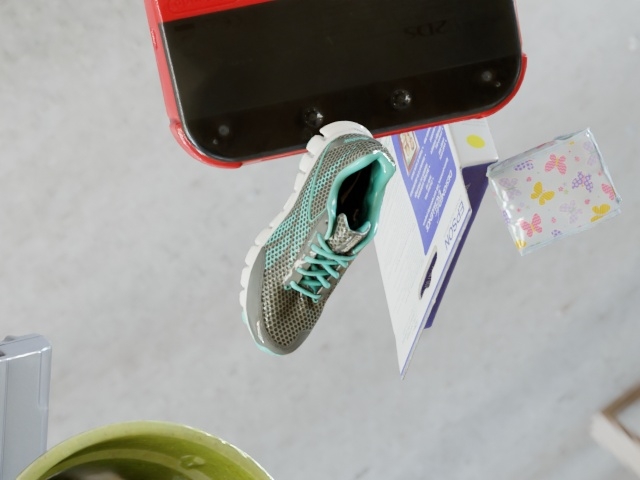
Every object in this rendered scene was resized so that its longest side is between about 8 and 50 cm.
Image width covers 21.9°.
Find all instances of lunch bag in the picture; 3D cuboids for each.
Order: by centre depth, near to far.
[{"bbox_3d":[0.173,-0.037,1.221,0.083,0.071,0.053,-24,-174,14],"label":"lunch bag"}]

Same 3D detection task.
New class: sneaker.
[{"bbox_3d":[0.000,0.000,1.097,0.065,0.076,0.167,21,89,-24],"label":"sneaker"}]

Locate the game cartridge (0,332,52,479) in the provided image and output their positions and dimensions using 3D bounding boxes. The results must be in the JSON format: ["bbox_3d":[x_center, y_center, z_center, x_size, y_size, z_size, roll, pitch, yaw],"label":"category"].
[{"bbox_3d":[-0.343,0.195,1.349,0.294,0.060,0.196,-13,117,-48],"label":"game cartridge"}]

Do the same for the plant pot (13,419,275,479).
[{"bbox_3d":[-0.179,0.281,1.274,0.276,0.276,0.254,-26,-175,-29],"label":"plant pot"}]

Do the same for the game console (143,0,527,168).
[{"bbox_3d":[0.010,-0.266,1.713,0.386,0.342,0.060,-12,-171,-6],"label":"game console"}]

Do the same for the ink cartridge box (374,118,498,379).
[{"bbox_3d":[0.135,-0.043,1.993,0.072,0.307,0.304,1,138,-16],"label":"ink cartridge box"}]
